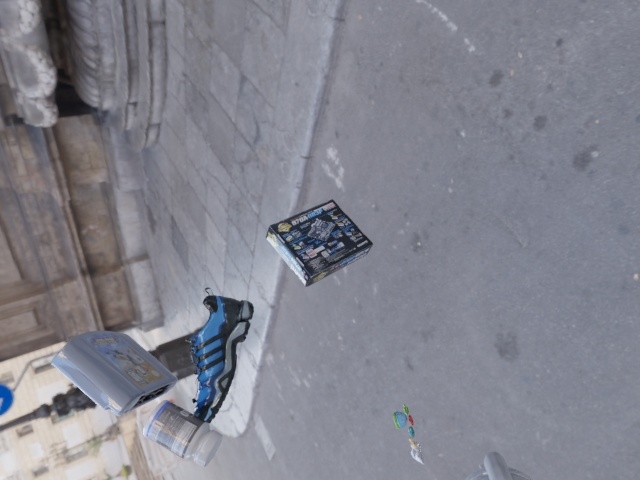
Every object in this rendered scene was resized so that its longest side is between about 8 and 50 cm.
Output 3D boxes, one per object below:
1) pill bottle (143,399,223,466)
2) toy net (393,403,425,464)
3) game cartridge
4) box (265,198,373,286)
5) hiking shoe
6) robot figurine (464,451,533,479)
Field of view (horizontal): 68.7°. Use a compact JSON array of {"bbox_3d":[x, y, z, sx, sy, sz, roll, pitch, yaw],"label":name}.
[{"bbox_3d":[-0.265,0.376,0.912,0.137,0.078,0.078,26,137,8],"label":"pill bottle"},{"bbox_3d":[0.368,0.803,1.927,0.045,0.122,0.233,-23,86,17],"label":"toy net"},{"bbox_3d":[-0.439,0.277,1.023,0.198,0.062,0.297,42,175,6],"label":"game cartridge"},{"bbox_3d":[0.000,0.000,1.193,0.175,0.220,0.051,49,142,21],"label":"box"},{"bbox_3d":[-0.259,0.274,1.099,0.113,0.131,0.304,127,160,-67],"label":"hiking shoe"},{"bbox_3d":[0.380,0.586,0.922,0.353,0.199,0.300,-16,-84,-84],"label":"robot figurine"}]
